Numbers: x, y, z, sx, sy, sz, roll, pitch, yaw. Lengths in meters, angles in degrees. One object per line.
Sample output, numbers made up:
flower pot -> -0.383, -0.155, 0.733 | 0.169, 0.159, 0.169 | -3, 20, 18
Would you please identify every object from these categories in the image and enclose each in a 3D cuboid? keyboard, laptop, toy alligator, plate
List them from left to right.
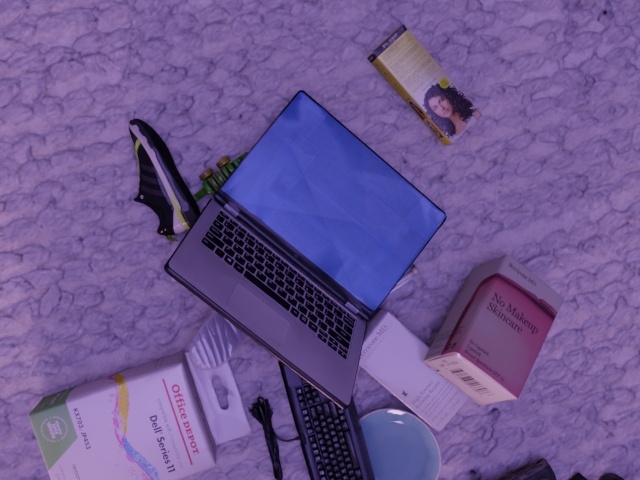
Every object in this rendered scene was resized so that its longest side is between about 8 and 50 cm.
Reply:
toy alligator -> -0.164, -0.133, 1.480 | 0.190, 0.051, 0.056 | -37, 96, -4
keyboard -> -0.021, 0.377, 1.518 | 0.201, 0.033, 0.317 | -16, 90, -1
laptop -> 0.000, 0.000, 1.385 | 0.382, 0.408, 0.236 | 39, 118, -10
plate -> 0.142, 0.414, 1.529 | 0.188, 0.024, 0.188 | 2, 96, 17

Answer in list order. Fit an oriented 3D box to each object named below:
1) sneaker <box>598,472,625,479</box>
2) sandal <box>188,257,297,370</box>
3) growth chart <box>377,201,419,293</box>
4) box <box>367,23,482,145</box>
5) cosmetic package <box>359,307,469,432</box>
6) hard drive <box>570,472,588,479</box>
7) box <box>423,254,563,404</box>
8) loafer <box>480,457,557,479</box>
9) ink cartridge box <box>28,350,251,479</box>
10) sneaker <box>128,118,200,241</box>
sneaker -> 0.643, 0.583, 1.572 | 0.087, 0.130, 0.227 | -30, 98, -3
sandal -> -0.151, 0.131, 1.476 | 0.102, 0.076, 0.265 | 46, 71, -4
growth chart -> 0.085, 0.007, 1.532 | 0.172, 0.021, 0.237 | -24, 95, -5
box -> 0.200, -0.296, 1.516 | 0.087, 0.058, 0.232 | -44, 96, -3
cosmetic package -> 0.170, 0.248, 1.522 | 0.231, 0.085, 0.117 | 40, 86, -8
hard drive -> 0.502, 0.541, 1.571 | 0.135, 0.094, 0.022 | -43, 128, -3
box -> 0.325, 0.168, 1.475 | 0.148, 0.127, 0.232 | 37, 64, -8
loafer -> 0.343, 0.503, 1.561 | 0.267, 0.096, 0.084 | -11, 74, -13
ink cartridge box -> -0.319, 0.338, 1.447 | 0.353, 0.119, 0.207 | -19, 94, -6
sneaker -> -0.310, -0.108, 1.447 | 0.097, 0.084, 0.234 | -28, 90, 6
